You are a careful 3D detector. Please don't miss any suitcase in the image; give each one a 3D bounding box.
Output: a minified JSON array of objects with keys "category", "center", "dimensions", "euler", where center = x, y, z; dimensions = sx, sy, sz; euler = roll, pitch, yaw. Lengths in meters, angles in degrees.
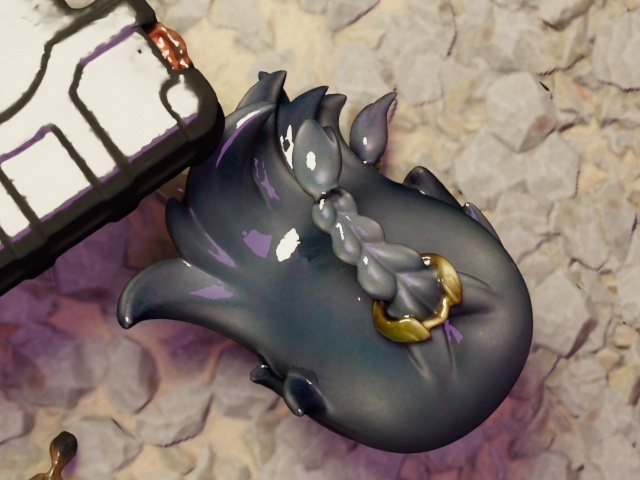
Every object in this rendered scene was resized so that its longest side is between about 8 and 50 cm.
[{"category":"suitcase","center":[-0.208,-0.114,0.797],"dimensions":[0.206,0.066,0.285],"euler":[-36,81,-11]}]

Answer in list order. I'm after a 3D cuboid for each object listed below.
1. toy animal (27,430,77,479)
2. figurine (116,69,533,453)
[{"category":"toy animal","center":[-0.204,0.269,0.843],"dimensions":[0.097,0.157,0.312],"euler":[13,93,-20]},{"category":"figurine","center":[0.005,0.015,0.886],"dimensions":[0.265,0.197,0.175],"euler":[27,111,-23]}]
